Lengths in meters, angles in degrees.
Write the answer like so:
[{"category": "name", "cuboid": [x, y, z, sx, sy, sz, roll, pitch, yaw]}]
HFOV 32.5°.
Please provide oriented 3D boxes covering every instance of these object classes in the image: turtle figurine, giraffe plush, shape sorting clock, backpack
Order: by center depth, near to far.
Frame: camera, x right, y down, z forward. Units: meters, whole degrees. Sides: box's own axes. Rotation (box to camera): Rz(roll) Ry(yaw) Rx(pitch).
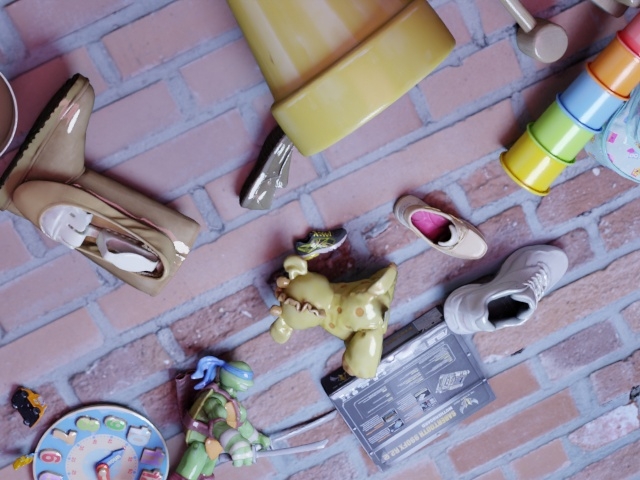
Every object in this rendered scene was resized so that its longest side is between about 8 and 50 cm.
[{"category": "giraffe plush", "cuboid": [0.016, 0.102, 1.628, 0.171, 0.210, 0.181, 12, 76, 6]}, {"category": "backpack", "cuboid": [0.491, -0.179, 1.645, 0.166, 0.144, 0.188, 24, 106, -28]}, {"category": "turtle figurine", "cuboid": [-0.126, 0.335, 1.653, 0.275, 0.198, 0.266, 32, 95, -21]}, {"category": "shape sorting clock", "cuboid": [-0.336, 0.346, 1.691, 0.206, 0.040, 0.206, -5, 112, -13]}]

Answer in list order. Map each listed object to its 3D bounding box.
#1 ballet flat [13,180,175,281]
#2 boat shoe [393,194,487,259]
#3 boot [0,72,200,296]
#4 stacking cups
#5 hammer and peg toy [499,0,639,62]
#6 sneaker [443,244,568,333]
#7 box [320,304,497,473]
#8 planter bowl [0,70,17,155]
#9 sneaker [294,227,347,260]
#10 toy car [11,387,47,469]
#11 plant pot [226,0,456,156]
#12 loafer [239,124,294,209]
[{"category": "ballet flat", "cuboid": [-0.297, -0.011, 1.459, 0.232, 0.073, 0.080, 22, 119, -20]}, {"category": "boat shoe", "cuboid": [0.189, -0.010, 1.676, 0.170, 0.059, 0.063, 25, 103, -22]}, {"category": "boot", "cuboid": [-0.284, -0.074, 1.517, 0.270, 0.089, 0.236, 30, 114, -22]}, {"category": "stacking cups", "cuboid": [0.385, -0.209, 1.578, 0.096, 0.096, 0.316, 23, 122, -22]}, {"category": "hammer and peg toy", "cuboid": [0.364, -0.427, 1.501, 0.266, 0.127, 0.361, 28, 102, -32]}, {"category": "sneaker", "cuboid": [0.310, 0.084, 1.698, 0.232, 0.115, 0.090, -32, 110, -22]}, {"category": "box", "cuboid": [0.144, 0.239, 1.765, 0.231, 0.056, 0.183, -33, 116, -1]}, {"category": "planter bowl", "cuboid": [-0.472, -0.178, 1.409, 0.162, 0.109, 0.162, -5, 113, -13]}, {"category": "sneaker", "cuboid": [0.000, 0.000, 1.646, 0.083, 0.031, 0.035, -28, 115, -3]}, {"category": "toy car", "cuboid": [-0.441, 0.277, 1.643, 0.040, 0.060, 0.122, -16, 135, -57]}, {"category": "plant pot", "cuboid": [0.007, -0.276, 1.436, 0.254, 0.254, 0.239, -38, 99, 2]}, {"category": "loafer", "cuboid": [-0.065, -0.105, 1.577, 0.050, 0.056, 0.148, 24, 113, -23]}]
